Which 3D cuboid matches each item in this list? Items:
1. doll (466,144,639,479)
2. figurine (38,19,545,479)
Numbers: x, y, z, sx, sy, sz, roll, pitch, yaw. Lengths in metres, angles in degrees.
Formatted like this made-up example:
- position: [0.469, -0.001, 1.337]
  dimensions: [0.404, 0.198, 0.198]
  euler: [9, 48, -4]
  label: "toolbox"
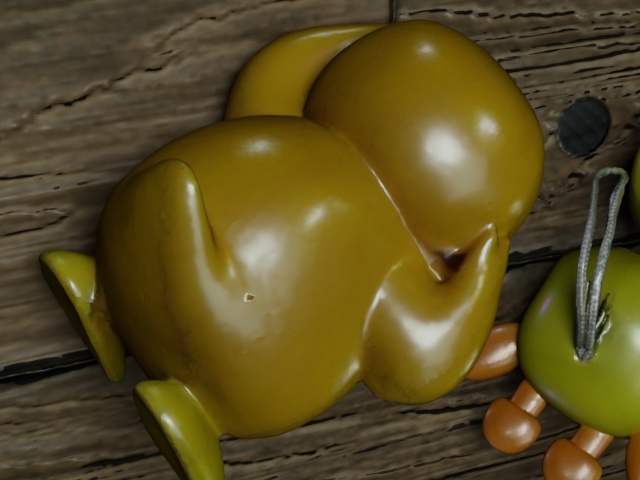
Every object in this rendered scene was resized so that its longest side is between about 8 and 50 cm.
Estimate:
- position: [0.179, 0.041, 0.935]
  dimensions: [0.221, 0.143, 0.135]
  euler: [-55, 157, 2]
  label: "doll"
- position: [-0.006, 0.000, 0.793]
  dimensions: [0.228, 0.215, 0.215]
  euler: [-19, 119, -34]
  label: "figurine"
